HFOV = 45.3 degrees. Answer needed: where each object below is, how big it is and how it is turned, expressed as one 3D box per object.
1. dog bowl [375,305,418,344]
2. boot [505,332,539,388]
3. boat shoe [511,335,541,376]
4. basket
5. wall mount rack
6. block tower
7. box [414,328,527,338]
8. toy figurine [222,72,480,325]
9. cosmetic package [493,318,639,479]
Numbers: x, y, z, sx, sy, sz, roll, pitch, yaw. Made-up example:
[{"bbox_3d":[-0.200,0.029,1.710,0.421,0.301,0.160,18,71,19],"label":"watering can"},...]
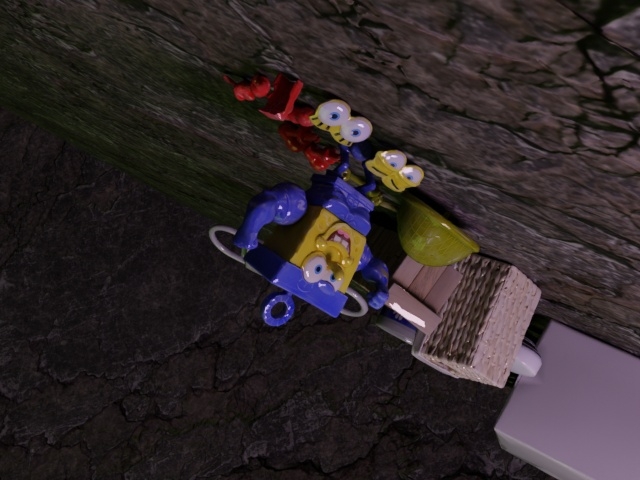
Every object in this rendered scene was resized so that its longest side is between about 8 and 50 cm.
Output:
[{"bbox_3d":[0.294,0.253,2.186,0.265,0.104,0.265,27,174,3],"label":"dog bowl"},{"bbox_3d":[0.442,0.252,1.511,0.223,0.118,0.338,12,-159,-45],"label":"boot"},{"bbox_3d":[0.246,0.112,1.226,0.108,0.102,0.301,44,172,-34],"label":"boat shoe"},{"bbox_3d":[0.220,0.111,1.065,0.103,0.167,0.113,15,166,45],"label":"basket"},{"bbox_3d":[-0.048,0.042,1.567,0.350,0.130,0.304,27,153,6],"label":"wall mount rack"},{"bbox_3d":[0.088,0.034,1.132,0.091,0.097,0.335,35,180,-20],"label":"block tower"},{"bbox_3d":[0.271,0.170,1.362,0.184,0.045,0.191,3,-173,15],"label":"box"},{"bbox_3d":[0.000,0.000,0.855,0.191,0.217,0.362,22,171,46],"label":"toy figurine"},{"bbox_3d":[0.492,0.310,1.201,0.385,0.217,0.156,26,163,31],"label":"cosmetic package"}]
